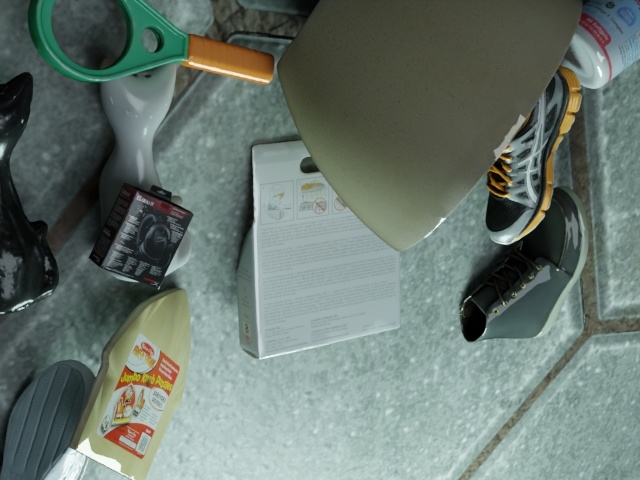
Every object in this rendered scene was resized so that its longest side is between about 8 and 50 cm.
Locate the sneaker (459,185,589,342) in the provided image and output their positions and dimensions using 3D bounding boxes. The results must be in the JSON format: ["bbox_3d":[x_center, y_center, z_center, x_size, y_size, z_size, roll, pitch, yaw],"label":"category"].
[{"bbox_3d":[0.253,0.039,1.329,0.118,0.083,0.222,-9,125,-29],"label":"sneaker"}]

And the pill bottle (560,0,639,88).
[{"bbox_3d":[0.345,-0.248,1.199,0.160,0.087,0.087,-37,133,-9],"label":"pill bottle"}]

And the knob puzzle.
[{"bbox_3d":[-0.185,0.135,1.084,0.213,0.030,0.213,15,90,-70],"label":"knob puzzle"}]

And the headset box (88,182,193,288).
[{"bbox_3d":[-0.156,-0.008,0.938,0.062,0.032,0.083,23,92,-37],"label":"headset box"}]

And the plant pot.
[{"bbox_3d":[0.074,-0.160,0.978,0.191,0.284,0.284,35,98,-7],"label":"plant pot"}]

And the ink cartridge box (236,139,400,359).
[{"bbox_3d":[0.000,0.000,1.167,0.189,0.066,0.232,-10,103,-29],"label":"ink cartridge box"}]

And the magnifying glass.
[{"bbox_3d":[-0.138,-0.169,0.914,0.231,0.026,0.092,7,85,-40],"label":"magnifying glass"}]

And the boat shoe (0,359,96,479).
[{"bbox_3d":[-0.279,0.218,1.100,0.226,0.083,0.076,-62,159,14],"label":"boat shoe"}]

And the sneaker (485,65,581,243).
[{"bbox_3d":[0.223,-0.100,1.224,0.083,0.084,0.214,3,108,-33],"label":"sneaker"}]

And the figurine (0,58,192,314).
[{"bbox_3d":[-0.219,-0.059,0.942,0.215,0.092,0.209,-13,121,-29],"label":"figurine"}]
